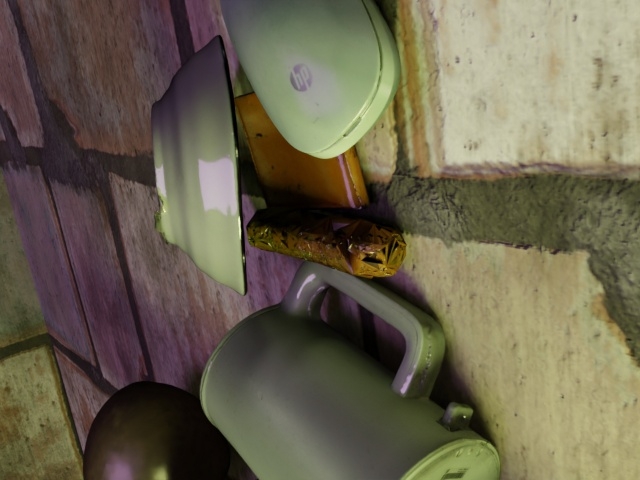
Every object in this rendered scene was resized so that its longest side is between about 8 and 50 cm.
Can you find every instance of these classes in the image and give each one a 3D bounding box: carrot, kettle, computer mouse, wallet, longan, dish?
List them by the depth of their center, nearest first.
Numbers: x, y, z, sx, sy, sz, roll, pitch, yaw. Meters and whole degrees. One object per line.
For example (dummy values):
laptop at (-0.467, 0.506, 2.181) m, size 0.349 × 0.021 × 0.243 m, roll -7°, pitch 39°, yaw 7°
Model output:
computer mouse at (-0.030, -0.215, 0.709) m, size 0.159 × 0.097 × 0.288 m, roll -45°, pitch 66°, yaw 35°
kettle at (0.021, 0.200, 0.794) m, size 0.318 × 0.205 × 0.265 m, roll 33°, pitch 135°, yaw 47°
carrot at (0.000, -0.001, 0.821) m, size 0.228 × 0.069 × 0.069 m, roll 12°, pitch 116°, yaw 44°
wallet at (-0.022, -0.112, 0.843) m, size 0.195 × 0.042 × 0.161 m, roll -1°, pitch 110°, yaw 54°
dish at (-0.151, -0.086, 0.860) m, size 0.316 × 0.106 × 0.316 m, roll 175°, pitch 90°, yaw -83°
longan at (-0.314, 0.422, 1.337) m, size 0.288 × 0.288 × 0.350 m, roll 55°, pitch 153°, yaw 23°

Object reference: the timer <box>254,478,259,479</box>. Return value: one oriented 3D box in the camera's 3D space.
timer at (-0.045, 0.531, 0.993) m, size 0.378 × 0.279 × 0.378 m, roll 31°, pitch 132°, yaw 42°
